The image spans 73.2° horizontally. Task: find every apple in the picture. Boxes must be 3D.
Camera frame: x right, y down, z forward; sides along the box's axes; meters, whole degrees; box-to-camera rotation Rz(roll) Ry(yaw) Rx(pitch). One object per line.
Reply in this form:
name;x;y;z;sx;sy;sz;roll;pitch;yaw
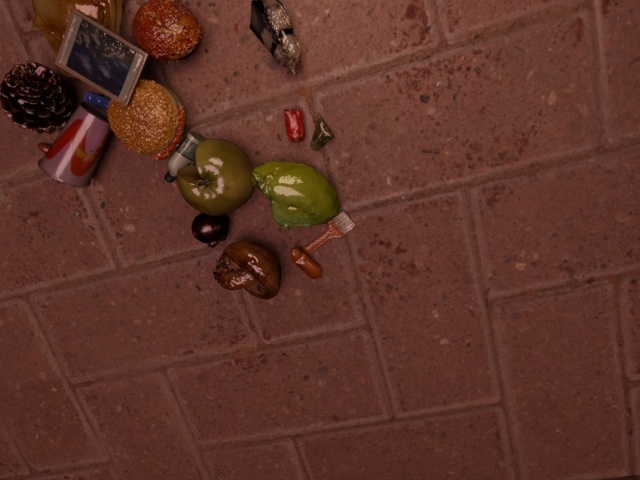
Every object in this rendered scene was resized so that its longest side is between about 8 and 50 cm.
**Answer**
apple;-0.395;-0.236;1.627;0.292;0.254;0.291;2;110;6

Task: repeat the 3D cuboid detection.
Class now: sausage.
sausage;-0.062;0.098;1.790;0.183;0.054;0.062;41;80;-17

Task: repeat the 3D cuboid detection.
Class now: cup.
cup;-0.930;-0.375;1.675;0.203;0.203;0.288;36;104;-5

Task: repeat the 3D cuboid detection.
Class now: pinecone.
pinecone;-1.050;-0.531;1.594;0.247;0.292;0.246;4;80;-26

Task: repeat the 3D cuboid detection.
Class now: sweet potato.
sweet potato;-1.094;-0.317;1.779;0.055;0.058;0.202;-24;105;34

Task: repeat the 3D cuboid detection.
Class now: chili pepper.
chili pepper;-0.099;-0.434;1.632;0.071;0.073;0.123;10;111;48

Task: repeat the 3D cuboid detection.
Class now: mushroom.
mushroom;-0.290;0.115;1.750;0.284;0.195;0.263;4;143;9

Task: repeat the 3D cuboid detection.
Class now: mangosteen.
mangosteen;-0.441;-0.045;1.742;0.153;0.152;0.152;2;107;6

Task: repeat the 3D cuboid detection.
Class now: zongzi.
zongzi;-0.016;-0.410;1.643;0.104;0.052;0.113;-34;87;20

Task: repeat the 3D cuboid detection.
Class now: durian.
durian;-0.086;-0.175;1.654;0.340;0.204;0.255;-2;121;-3

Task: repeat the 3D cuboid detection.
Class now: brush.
brush;0.000;0.000;1.781;0.314;0.017;0.090;-37;100;16

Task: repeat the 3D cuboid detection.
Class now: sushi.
sushi;-0.129;-0.720;1.527;0.109;0.134;0.272;-38;90;-16

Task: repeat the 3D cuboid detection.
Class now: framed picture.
framed picture;-0.752;-0.624;1.484;0.281;0.019;0.208;29;109;-6

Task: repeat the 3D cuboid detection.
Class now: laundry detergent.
laundry detergent;-0.540;-0.319;1.702;0.225;0.099;0.070;-48;62;16

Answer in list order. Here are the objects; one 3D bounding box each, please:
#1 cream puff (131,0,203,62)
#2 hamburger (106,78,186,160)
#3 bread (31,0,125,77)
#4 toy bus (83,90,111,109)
cream puff;-0.534;-0.739;1.505;0.240;0.240;0.164;31;151;-4
hamburger;-0.648;-0.460;1.622;0.294;0.179;0.276;35;108;-5
bread;-0.889;-0.773;1.549;0.314;0.191;0.369;23;110;-3
toy bus;-0.841;-0.536;1.681;0.153;0.061;0.051;20;103;4
